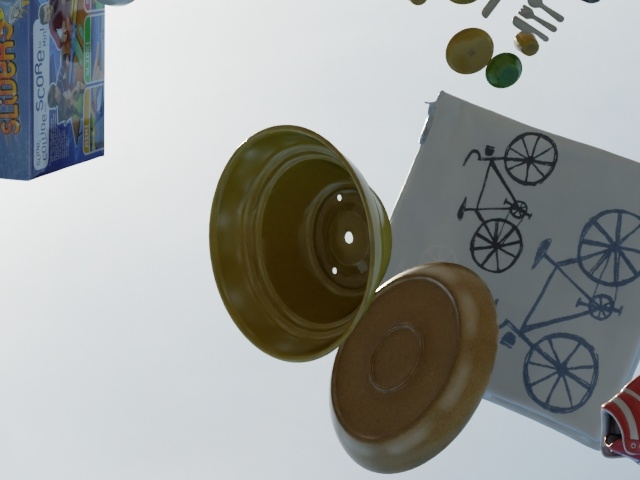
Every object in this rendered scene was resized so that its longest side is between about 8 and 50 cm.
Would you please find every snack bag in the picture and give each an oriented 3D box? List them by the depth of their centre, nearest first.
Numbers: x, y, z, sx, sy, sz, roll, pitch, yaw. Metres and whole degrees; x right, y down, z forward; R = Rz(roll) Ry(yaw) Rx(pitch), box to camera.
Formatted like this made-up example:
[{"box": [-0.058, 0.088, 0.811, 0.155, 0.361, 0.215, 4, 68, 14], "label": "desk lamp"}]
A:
[{"box": [0.224, 0.029, 2.035, 0.342, 0.037, 0.323, 21, -93, 16], "label": "snack bag"}]

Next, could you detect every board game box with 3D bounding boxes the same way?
[{"box": [-0.194, -0.151, 1.270, 0.035, 0.201, 0.136, 5, -169, 15], "label": "board game box"}]

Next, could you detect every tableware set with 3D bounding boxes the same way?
[{"box": [0.145, -0.208, 1.671, 0.104, 0.154, 0.024, -54, -152, 17], "label": "tableware set"}]

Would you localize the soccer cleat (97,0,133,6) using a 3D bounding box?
[{"box": [-0.120, -0.251, 1.180, 0.068, 0.196, 0.076, 4, -163, -21], "label": "soccer cleat"}]

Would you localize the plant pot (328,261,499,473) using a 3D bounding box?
[{"box": [0.087, 0.126, 1.855, 0.236, 0.032, 0.236, -29, -133, 36], "label": "plant pot"}]

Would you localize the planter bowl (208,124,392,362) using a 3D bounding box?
[{"box": [0.000, 0.000, 1.649, 0.090, 0.217, 0.217, -6, -158, -45], "label": "planter bowl"}]

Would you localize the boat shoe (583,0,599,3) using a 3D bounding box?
[{"box": [0.175, -0.221, 1.254, 0.046, 0.038, 0.125, -31, -128, 27], "label": "boat shoe"}]

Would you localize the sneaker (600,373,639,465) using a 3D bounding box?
[{"box": [0.234, 0.149, 1.205, 0.067, 0.118, 0.042, -29, 175, -20], "label": "sneaker"}]
